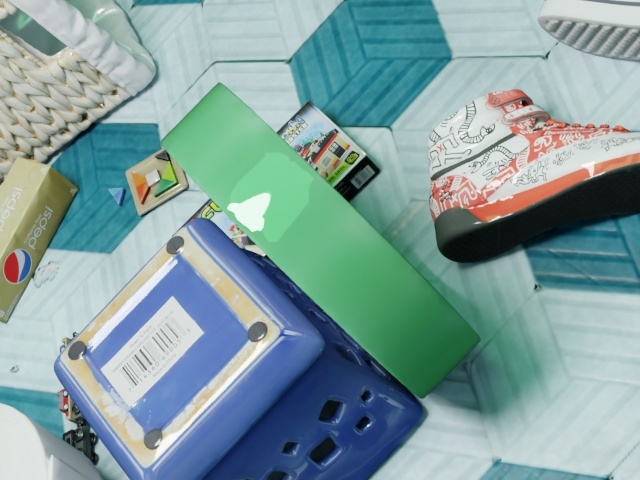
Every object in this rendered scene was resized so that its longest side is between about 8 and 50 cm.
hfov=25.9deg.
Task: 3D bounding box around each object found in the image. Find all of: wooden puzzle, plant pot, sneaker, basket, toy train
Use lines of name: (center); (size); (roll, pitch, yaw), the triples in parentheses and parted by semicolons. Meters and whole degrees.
wooden puzzle: (-0.184, -0.071, 1.560); (0.116, 0.014, 0.079); (-36, 51, 9)
plant pot: (-0.089, 0.133, 1.263); (0.236, 0.212, 0.236); (-46, 52, 0)
sneaker: (0.221, -0.088, 1.283); (0.270, 0.090, 0.145); (-20, 58, 23)
sneaker: (0.353, -0.220, 1.257); (0.321, 0.126, 0.127); (21, 82, 39)
basket: (-0.425, -0.277, 1.624); (0.266, 0.328, 0.331); (-41, 51, 10)
toy train: (-0.257, 0.169, 1.461); (0.036, 0.027, 0.158); (-28, 53, 28)

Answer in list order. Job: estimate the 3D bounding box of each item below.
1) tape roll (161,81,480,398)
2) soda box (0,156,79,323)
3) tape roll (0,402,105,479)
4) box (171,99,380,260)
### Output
tape roll: (0.000, 0.000, 1.215); (0.077, 0.321, 0.321); (-45, 51, 1)
soda box: (-0.353, -0.002, 1.592); (0.061, 0.058, 0.181); (16, 73, 36)
tape roll: (-0.334, 0.299, 1.314); (0.286, 0.100, 0.286); (-21, 47, 24)
box: (-0.048, -0.038, 1.447); (0.207, 0.036, 0.114); (-45, 51, 1)
